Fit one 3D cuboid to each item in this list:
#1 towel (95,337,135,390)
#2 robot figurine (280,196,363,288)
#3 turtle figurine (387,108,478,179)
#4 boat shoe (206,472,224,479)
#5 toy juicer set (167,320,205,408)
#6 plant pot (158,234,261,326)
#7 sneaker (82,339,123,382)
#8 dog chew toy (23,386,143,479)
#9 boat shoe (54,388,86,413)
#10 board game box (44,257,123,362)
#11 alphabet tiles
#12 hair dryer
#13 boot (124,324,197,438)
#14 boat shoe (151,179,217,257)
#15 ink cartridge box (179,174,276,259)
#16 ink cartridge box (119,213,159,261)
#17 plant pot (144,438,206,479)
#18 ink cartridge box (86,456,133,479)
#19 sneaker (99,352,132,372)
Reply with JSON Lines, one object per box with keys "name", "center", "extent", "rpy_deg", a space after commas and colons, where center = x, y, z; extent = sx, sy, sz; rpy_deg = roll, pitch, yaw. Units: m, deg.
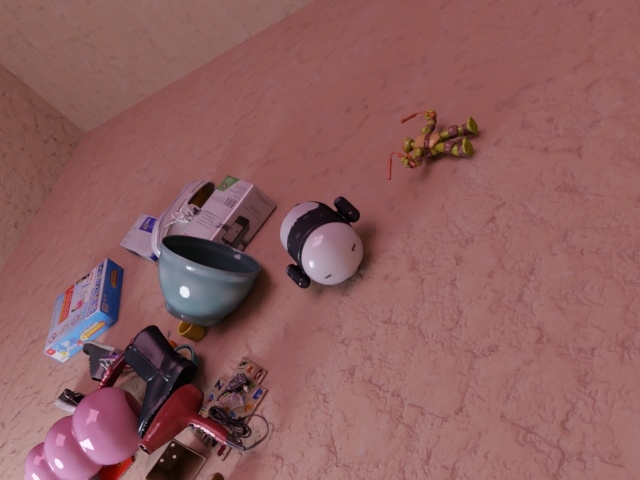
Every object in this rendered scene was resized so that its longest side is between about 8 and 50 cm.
{"name": "towel", "center": [-0.646, 0.432, 1.809], "extent": [0.275, 0.031, 0.199], "rpy_deg": [-55, 4, 19]}
{"name": "robot figurine", "center": [0.000, 0.003, 1.579], "extent": [0.173, 0.209, 0.278], "rpy_deg": [-10, 27, -22]}
{"name": "turtle figurine", "center": [0.294, -0.248, 1.590], "extent": [0.217, 0.087, 0.269], "rpy_deg": [0, 47, 37]}
{"name": "boat shoe", "center": [-0.267, 0.605, 1.351], "extent": [0.059, 0.063, 0.170], "rpy_deg": [-8, 50, 34]}
{"name": "toy juicer set", "center": [-0.431, 0.378, 1.721], "extent": [0.209, 0.089, 0.329], "rpy_deg": [-33, 38, 18]}
{"name": "plant pot", "center": [-0.339, 0.126, 1.746], "extent": [0.293, 0.293, 0.196], "rpy_deg": [33, 109, 55]}
{"name": "sneaker", "center": [-0.759, 0.409, 2.036], "extent": [0.222, 0.083, 0.118], "rpy_deg": [-3, 54, 43]}
{"name": "dog chew toy", "center": [-0.643, 0.548, 1.634], "extent": [0.331, 0.207, 0.206], "rpy_deg": [-33, 34, -9]}
{"name": "boat shoe", "center": [-0.808, 0.527, 1.976], "extent": [0.219, 0.078, 0.070], "rpy_deg": [0, 56, 48]}
{"name": "board game box", "center": [-0.907, 0.265, 2.328], "extent": [0.302, 0.086, 0.308], "rpy_deg": [-36, 36, 15]}
{"name": "alphabet tiles", "center": [-0.232, 0.417, 1.548], "extent": [0.198, 0.009, 0.237], "rpy_deg": [14, 66, 52]}
{"name": "hair dryer", "center": [-0.285, 0.421, 1.426], "extent": [0.293, 0.080, 0.223], "rpy_deg": [-19, 32, -10]}
{"name": "boot", "center": [-0.460, 0.377, 1.633], "extent": [0.207, 0.094, 0.246], "rpy_deg": [32, 94, 33]}
{"name": "boat shoe", "center": [-0.472, -0.087, 2.204], "extent": [0.156, 0.136, 0.367], "rpy_deg": [-10, 39, 36]}
{"name": "ink cartridge box", "center": [-0.316, -0.057, 2.001], "extent": [0.289, 0.121, 0.211], "rpy_deg": [-53, 36, -9]}
{"name": "ink cartridge box", "center": [-0.662, -0.010, 2.367], "extent": [0.332, 0.065, 0.165], "rpy_deg": [13, 65, 52]}
{"name": "plant pot", "center": [-0.367, 0.543, 1.489], "extent": [0.109, 0.109, 0.096], "rpy_deg": [-55, 25, -12]}
{"name": "ink cartridge box", "center": [-0.667, 0.643, 1.734], "extent": [0.239, 0.060, 0.275], "rpy_deg": [-51, 35, -5]}
{"name": "sneaker", "center": [-0.626, 0.382, 1.940], "extent": [0.169, 0.068, 0.071], "rpy_deg": [-10, 31, 12]}
